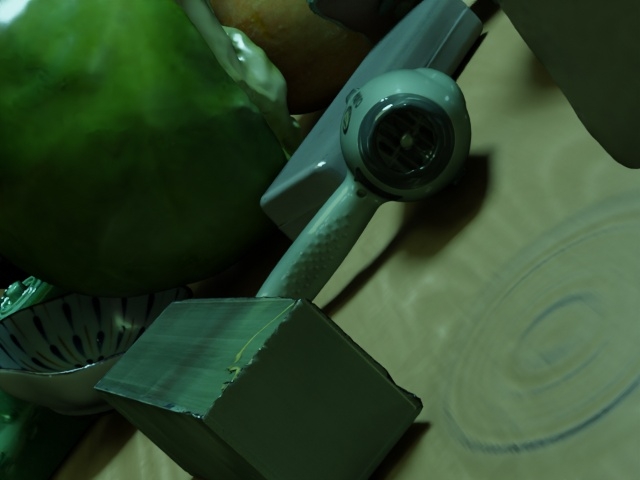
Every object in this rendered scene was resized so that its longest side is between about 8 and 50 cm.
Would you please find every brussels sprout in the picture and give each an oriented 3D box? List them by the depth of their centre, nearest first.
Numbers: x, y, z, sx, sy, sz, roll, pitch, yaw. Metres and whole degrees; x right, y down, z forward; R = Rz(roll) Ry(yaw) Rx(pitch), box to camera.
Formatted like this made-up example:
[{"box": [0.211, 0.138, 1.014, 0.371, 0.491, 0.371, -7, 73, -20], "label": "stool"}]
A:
[{"box": [-0.189, -0.131, 1.218, 0.314, 0.371, 0.276, -18, -10, -4], "label": "brussels sprout"}]

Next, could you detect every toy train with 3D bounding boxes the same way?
[{"box": [-0.270, 0.127, 1.335, 0.202, 0.120, 0.301, -23, 26, 52], "label": "toy train"}]

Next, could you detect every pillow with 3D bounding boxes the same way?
[{"box": [0.086, -0.246, 1.269, 0.179, 0.075, 0.171, -48, -26, 14], "label": "pillow"}]

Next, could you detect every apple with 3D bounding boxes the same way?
[{"box": [-0.016, -0.250, 1.442, 0.253, 0.253, 0.253, -43, 13, 13], "label": "apple"}]

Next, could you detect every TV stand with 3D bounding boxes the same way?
[{"box": [-0.045, 0.087, 0.794, 0.083, 0.088, 0.269, -48, 13, -14], "label": "TV stand"}]

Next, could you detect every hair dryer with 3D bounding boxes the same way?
[{"box": [0.016, -0.022, 1.007, 0.267, 0.092, 0.229, -51, 2, 25], "label": "hair dryer"}]

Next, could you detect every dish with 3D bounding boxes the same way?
[{"box": [-0.188, 0.098, 1.194, 0.190, 0.066, 0.191, -9, 19, 3], "label": "dish"}]

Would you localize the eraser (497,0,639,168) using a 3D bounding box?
[{"box": [0.223, -0.177, 0.605, 0.352, 0.111, 0.077, -43, 11, -23], "label": "eraser"}]

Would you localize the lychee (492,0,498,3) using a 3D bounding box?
[{"box": [0.157, -0.286, 0.959, 0.255, 0.274, 0.255, -31, -17, -11], "label": "lychee"}]

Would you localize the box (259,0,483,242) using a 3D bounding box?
[{"box": [0.044, -0.104, 1.171, 0.103, 0.055, 0.244, -30, 20, 52], "label": "box"}]

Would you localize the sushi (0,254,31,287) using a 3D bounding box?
[{"box": [-0.263, -0.071, 1.623, 0.328, 0.285, 0.329, 161, 129, -74], "label": "sushi"}]
